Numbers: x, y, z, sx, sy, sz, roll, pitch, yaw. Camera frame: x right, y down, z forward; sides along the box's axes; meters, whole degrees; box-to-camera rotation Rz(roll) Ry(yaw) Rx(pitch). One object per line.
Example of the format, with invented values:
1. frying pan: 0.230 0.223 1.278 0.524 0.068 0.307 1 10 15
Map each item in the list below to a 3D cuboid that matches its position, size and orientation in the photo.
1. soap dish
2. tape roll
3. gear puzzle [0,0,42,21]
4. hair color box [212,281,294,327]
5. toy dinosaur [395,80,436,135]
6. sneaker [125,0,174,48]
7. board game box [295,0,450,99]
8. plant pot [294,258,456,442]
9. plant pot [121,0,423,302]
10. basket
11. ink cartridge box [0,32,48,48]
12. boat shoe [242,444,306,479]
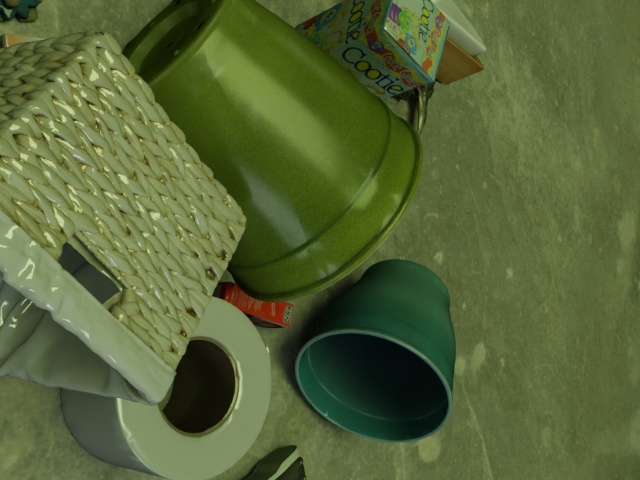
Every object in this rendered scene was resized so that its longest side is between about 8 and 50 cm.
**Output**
1. soap dish: 0.200 -0.466 1.420 0.229 0.118 0.290 26 33 -33
2. tape roll: -0.214 0.202 0.964 0.246 0.169 0.245 9 76 -43
3. gear puzzle: -0.480 -0.459 0.905 0.176 0.044 0.338 -17 95 -44
4. hair color box: -0.121 0.108 1.136 0.141 0.072 0.043 23 69 -38
5. toy dinosaur: 0.217 -0.346 1.543 0.118 0.064 0.268 30 66 -44
6. sneaker: -0.180 -0.338 1.127 0.330 0.123 0.146 -52 125 -21
7. board game box: 0.073 -0.346 1.253 0.142 0.275 0.144 36 60 -34
8. plant pot: 0.125 0.176 1.242 0.271 0.272 0.255 55 37 -22
9. plant pot: -0.102 -0.158 0.973 0.353 0.367 0.366 44 56 -35
10. basket: -0.313 -0.022 0.758 0.328 0.332 0.266 57 47 -41
11. ink cartridge box: -0.360 -0.208 0.980 0.179 0.045 0.145 -5 87 -41
12. boat shoe: -0.103 0.416 1.094 0.228 0.081 0.068 -28 99 -45
